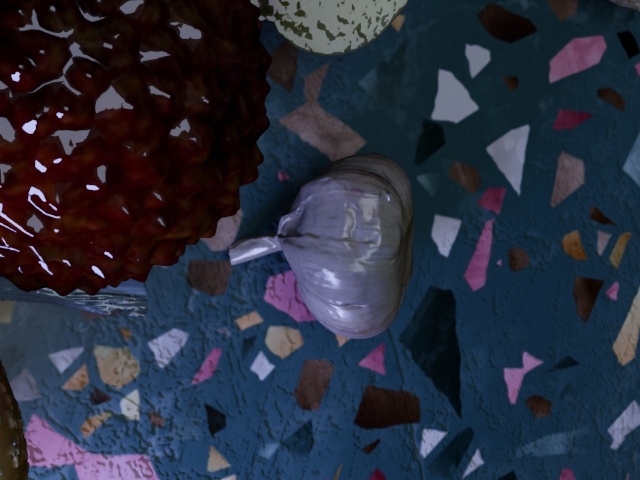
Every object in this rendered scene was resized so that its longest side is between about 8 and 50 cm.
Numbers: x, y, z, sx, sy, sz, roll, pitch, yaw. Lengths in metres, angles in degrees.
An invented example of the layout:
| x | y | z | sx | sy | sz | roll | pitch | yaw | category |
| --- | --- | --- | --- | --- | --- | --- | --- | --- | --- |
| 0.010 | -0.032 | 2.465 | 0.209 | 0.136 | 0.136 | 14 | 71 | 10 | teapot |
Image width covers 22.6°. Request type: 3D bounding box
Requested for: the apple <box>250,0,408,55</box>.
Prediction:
| x | y | z | sx | sy | sz | roll | pitch | yaw | category |
| --- | --- | --- | --- | --- | --- | --- | --- | --- | --- |
| -0.049 | -0.391 | 1.722 | 0.312 | 0.320 | 0.360 | 1 | 101 | -62 | apple |

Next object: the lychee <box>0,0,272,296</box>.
| x | y | z | sx | sy | sz | roll | pitch | yaw | category |
| --- | --- | --- | --- | --- | --- | --- | --- | --- | --- |
| -0.274 | -0.176 | 1.495 | 0.500 | 0.424 | 0.424 | 43 | 77 | -19 | lychee |

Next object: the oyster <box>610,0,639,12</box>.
| x | y | z | sx | sy | sz | roll | pitch | yaw | category |
| --- | --- | --- | --- | --- | --- | --- | --- | --- | --- |
| 0.319 | -0.419 | 1.976 | 0.275 | 0.100 | 0.271 | 2 | 90 | -11 | oyster |

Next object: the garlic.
| x | y | z | sx | sy | sz | roll | pitch | yaw | category |
| --- | --- | --- | --- | --- | --- | --- | --- | --- | --- |
| 0.000 | 0.000 | 1.835 | 0.212 | 0.218 | 0.218 | 3 | 92 | 11 | garlic |

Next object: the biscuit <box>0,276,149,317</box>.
| x | y | z | sx | sy | sz | roll | pitch | yaw | category |
| --- | --- | --- | --- | --- | --- | --- | --- | --- | --- |
| -0.260 | -0.076 | 1.756 | 0.186 | 0.079 | 0.309 | 8 | 88 | -22 | biscuit |

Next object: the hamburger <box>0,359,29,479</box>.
| x | y | z | sx | sy | sz | roll | pitch | yaw | category |
| --- | --- | --- | --- | --- | --- | --- | --- | --- | --- |
| -0.406 | 0.231 | 1.512 | 0.268 | 0.445 | 0.287 | -15 | 57 | -27 | hamburger |
